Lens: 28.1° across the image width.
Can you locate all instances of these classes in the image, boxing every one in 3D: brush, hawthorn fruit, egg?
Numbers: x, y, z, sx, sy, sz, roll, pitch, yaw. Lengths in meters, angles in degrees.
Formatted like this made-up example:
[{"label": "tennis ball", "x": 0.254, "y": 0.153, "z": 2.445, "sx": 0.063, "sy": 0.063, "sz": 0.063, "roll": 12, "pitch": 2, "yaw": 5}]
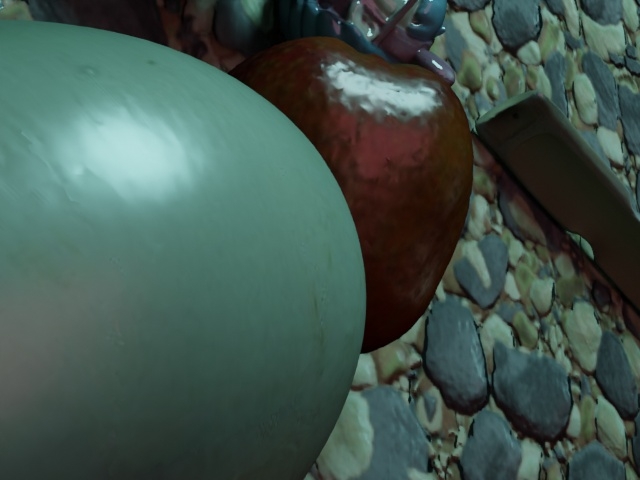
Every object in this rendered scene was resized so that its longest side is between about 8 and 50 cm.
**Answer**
[{"label": "brush", "x": 0.236, "y": -0.010, "z": 0.999, "sx": 0.321, "sy": 0.060, "sz": 0.050, "roll": 42, "pitch": 36, "yaw": -30}, {"label": "hawthorn fruit", "x": 0.000, "y": 0.000, "z": 0.678, "sx": 0.162, "sy": 0.162, "sz": 0.203, "roll": 20, "pitch": 78, "yaw": -42}, {"label": "egg", "x": -0.139, "y": 0.045, "z": 0.437, "sx": 0.371, "sy": 0.230, "sz": 0.230, "roll": -20, "pitch": 92, "yaw": -43}]

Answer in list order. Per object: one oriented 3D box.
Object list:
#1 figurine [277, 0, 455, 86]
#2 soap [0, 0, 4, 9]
[{"label": "figurine", "x": -0.033, "y": -0.187, "z": 0.753, "sx": 0.260, "sy": 0.103, "sz": 0.205, "roll": 34, "pitch": 17, "yaw": -33}, {"label": "soap", "x": -0.248, "y": -0.164, "z": 0.502, "sx": 0.261, "sy": 0.094, "sz": 0.150, "roll": 13, "pitch": 72, "yaw": -46}]
